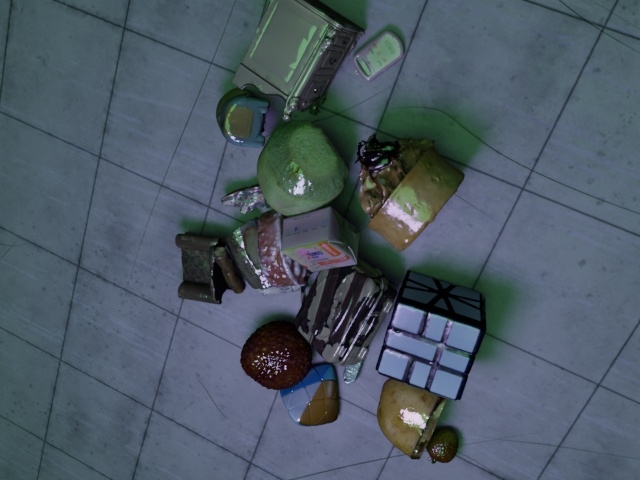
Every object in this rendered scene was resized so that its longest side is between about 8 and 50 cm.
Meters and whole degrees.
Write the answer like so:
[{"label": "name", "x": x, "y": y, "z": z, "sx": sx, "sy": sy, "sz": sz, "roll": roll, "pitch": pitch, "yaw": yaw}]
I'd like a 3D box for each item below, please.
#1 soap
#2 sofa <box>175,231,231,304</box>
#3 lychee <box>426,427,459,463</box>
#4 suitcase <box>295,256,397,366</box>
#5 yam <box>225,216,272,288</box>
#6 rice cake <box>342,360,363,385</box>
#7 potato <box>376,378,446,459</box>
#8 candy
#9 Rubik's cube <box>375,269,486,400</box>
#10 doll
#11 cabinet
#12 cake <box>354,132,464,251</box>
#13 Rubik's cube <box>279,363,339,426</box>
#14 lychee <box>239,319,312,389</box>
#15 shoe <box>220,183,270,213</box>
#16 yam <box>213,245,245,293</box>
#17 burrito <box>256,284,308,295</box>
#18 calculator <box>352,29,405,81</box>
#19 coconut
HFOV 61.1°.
[{"label": "soap", "x": 0.000, "y": 0.000, "z": 1.746, "sx": 0.199, "sy": 0.182, "sz": 0.139, "roll": -12, "pitch": 58, "yaw": 34}, {"label": "sofa", "x": -0.451, "y": 0.100, "z": 2.026, "sx": 0.199, "sy": 0.182, "sz": 0.259, "roll": 8, "pitch": 108, "yaw": 16}, {"label": "lychee", "x": 0.440, "y": 0.750, "z": 1.967, "sx": 0.114, "sy": 0.114, "sz": 0.147, "roll": 37, "pitch": 99, "yaw": 5}, {"label": "suitcase", "x": 0.071, "y": 0.212, "z": 1.861, "sx": 0.339, "sy": 0.193, "sz": 0.352, "roll": 38, "pitch": 105, "yaw": 44}, {"label": "yam", "x": -0.242, "y": 0.054, "z": 1.971, "sx": 0.153, "sy": 0.154, "sz": 0.255, "roll": -21, "pitch": 103, "yaw": 22}, {"label": "rice cake", "x": 0.149, "y": 0.380, "z": 1.977, "sx": 0.062, "sy": 0.066, "sz": 0.337, "roll": 23, "pitch": 111, "yaw": 15}, {"label": "potato", "x": 0.307, "y": 0.601, "z": 1.921, "sx": 0.242, "sy": 0.242, "sz": 0.286, "roll": 20, "pitch": 117, "yaw": 11}, {"label": "candy", "x": -0.127, "y": 0.023, "z": 1.874, "sx": 0.157, "sy": 0.214, "sz": 0.290, "roll": -13, "pitch": 76, "yaw": 22}, {"label": "Rubik's cube", "x": 0.364, "y": 0.300, "z": 1.771, "sx": 0.293, "sy": 0.288, "sz": 0.284, "roll": 14, "pitch": 109, "yaw": 10}, {"label": "doll", "x": -0.262, "y": -0.407, "z": 1.790, "sx": 0.161, "sy": 0.261, "sz": 0.177, "roll": 3, "pitch": 110, "yaw": -14}, {"label": "cabinet", "x": -0.062, "y": -0.562, "z": 1.656, "sx": 0.227, "sy": 0.290, "sz": 0.318, "roll": 34, "pitch": 113, "yaw": 5}, {"label": "cake", "x": 0.227, "y": -0.177, "z": 1.659, "sx": 0.321, "sy": 0.332, "sz": 0.332, "roll": 40, "pitch": 113, "yaw": 5}, {"label": "Rubik's cube", "x": -0.074, "y": 0.604, "z": 2.033, "sx": 0.254, "sy": 0.254, "sz": 0.255, "roll": 5, "pitch": 107, "yaw": 16}, {"label": "lychee", "x": -0.162, "y": 0.425, "z": 2.000, "sx": 0.260, "sy": 0.260, "sz": 0.261, "roll": 5, "pitch": 107, "yaw": 16}, {"label": "shoe", "x": -0.266, "y": -0.143, "z": 1.953, "sx": 0.180, "sy": 0.089, "sz": 0.092, "roll": -14, "pitch": 103, "yaw": 13}, {"label": "yam", "x": -0.332, "y": 0.115, "z": 1.984, "sx": 0.061, "sy": 0.061, "sz": 0.253, "roll": 7, "pitch": 145, "yaw": 16}, {"label": "burrito", "x": -0.144, "y": 0.172, "z": 2.016, "sx": 0.203, "sy": 0.064, "sz": 0.064, "roll": -9, "pitch": 103, "yaw": 19}, {"label": "calculator", "x": 0.179, "y": -0.581, "z": 1.711, "sx": 0.175, "sy": 0.032, "sz": 0.100, "roll": -32, "pitch": 94, "yaw": 23}, {"label": "coconut", "x": -0.063, "y": -0.225, "z": 1.769, "sx": 0.328, "sy": 0.328, "sz": 0.281, "roll": 27, "pitch": 69, "yaw": 9}]
